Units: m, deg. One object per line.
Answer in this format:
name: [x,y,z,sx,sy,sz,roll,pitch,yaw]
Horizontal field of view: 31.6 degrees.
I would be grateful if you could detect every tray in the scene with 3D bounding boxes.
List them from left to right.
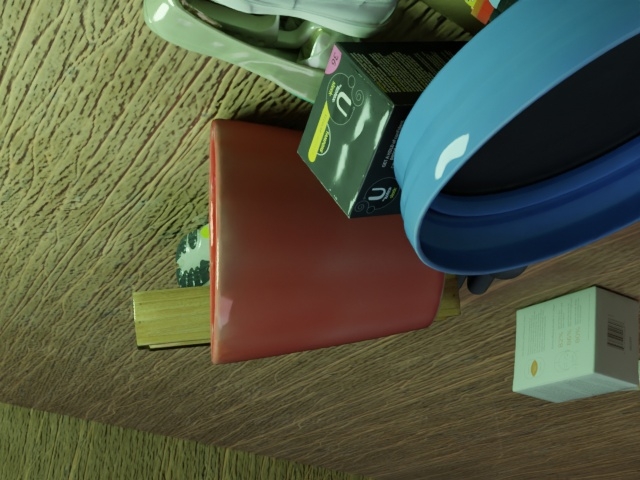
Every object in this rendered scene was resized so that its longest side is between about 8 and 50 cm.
tray: [-0.040,0.093,1.509,0.410,0.076,0.203,-4,173,-9]

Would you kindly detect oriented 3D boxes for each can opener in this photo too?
can opener: [0.204,0.021,1.433,0.074,0.093,0.280,7,163,-2]

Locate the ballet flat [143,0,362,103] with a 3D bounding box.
ballet flat: [-0.034,-0.182,1.009,0.248,0.086,0.086,15,157,-19]

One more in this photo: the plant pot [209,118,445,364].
plant pot: [0.000,0.000,1.243,0.243,0.275,0.275,-1,159,-7]

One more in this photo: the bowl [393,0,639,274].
bowl: [0.235,-0.105,0.888,0.391,0.077,0.391,-21,158,-9]

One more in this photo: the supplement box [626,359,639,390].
supplement box: [0.534,0.226,1.899,0.098,0.036,0.062,-8,154,34]

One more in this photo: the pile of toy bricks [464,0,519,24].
pile of toy bricks: [0.134,-0.240,0.769,0.105,0.118,0.212,39,160,8]

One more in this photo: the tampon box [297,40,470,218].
tampon box: [0.083,-0.101,1.006,0.161,0.101,0.120,-6,133,-34]

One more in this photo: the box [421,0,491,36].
box: [0.205,-0.199,0.960,0.201,0.021,0.164,25,152,-36]

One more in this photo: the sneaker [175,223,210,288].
sneaker: [-0.087,0.006,1.504,0.110,0.107,0.275,-1,172,-38]

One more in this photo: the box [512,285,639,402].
box: [0.371,0.155,1.647,0.091,0.130,0.170,18,157,-27]

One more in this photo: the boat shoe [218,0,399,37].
boat shoe: [-0.018,-0.218,0.932,0.184,0.066,0.063,17,143,-16]
